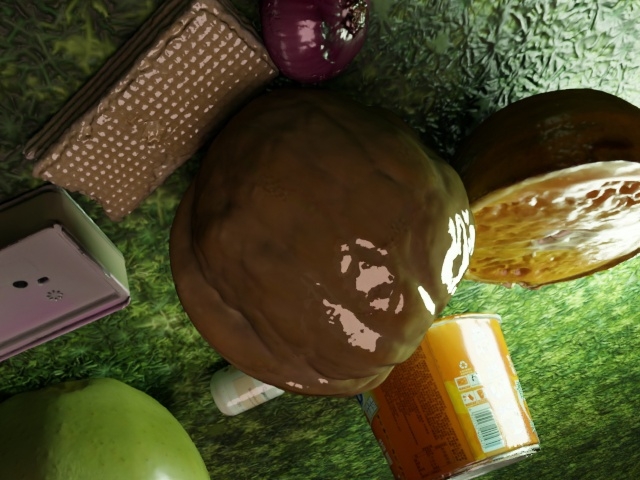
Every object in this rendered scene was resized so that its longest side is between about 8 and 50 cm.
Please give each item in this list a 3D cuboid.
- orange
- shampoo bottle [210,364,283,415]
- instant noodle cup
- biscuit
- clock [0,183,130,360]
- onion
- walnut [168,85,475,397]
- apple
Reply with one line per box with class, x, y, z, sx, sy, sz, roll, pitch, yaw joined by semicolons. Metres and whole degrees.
orange;0.259;-0.038;0.669;0.274;0.274;0.310;-34;-178;14
shampoo bottle;-0.070;0.200;0.911;0.192;0.074;0.074;-23;140;1
instant noodle cup;0.199;0.273;0.968;0.296;0.214;0.296;-15;152;-8
biscuit;-0.150;-0.115;0.538;0.239;0.062;0.108;-37;138;18
clock;-0.319;0.043;0.626;0.192;0.071;0.147;-24;140;1
onion;-0.011;-0.189;0.495;0.115;0.104;0.115;-45;147;-40
walnut;0.000;0.000;0.572;0.285;0.285;0.296;-6;158;-19
apple;-0.306;0.364;0.786;0.357;0.357;0.357;-13;139;-11
